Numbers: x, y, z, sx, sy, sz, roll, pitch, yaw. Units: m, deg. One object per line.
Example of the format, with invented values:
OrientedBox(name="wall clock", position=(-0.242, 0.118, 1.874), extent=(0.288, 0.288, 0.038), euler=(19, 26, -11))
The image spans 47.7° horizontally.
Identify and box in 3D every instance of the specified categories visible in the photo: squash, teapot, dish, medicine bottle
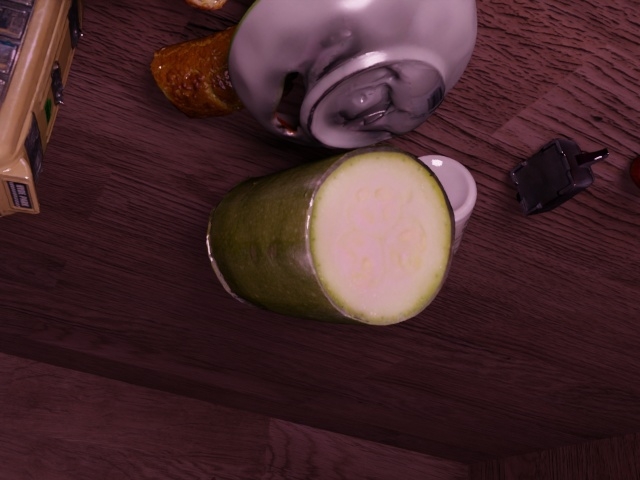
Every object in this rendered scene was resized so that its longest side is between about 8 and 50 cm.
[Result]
OrientedBox(name="squash", position=(0.000, 0.000, 1.159), extent=(0.263, 0.263, 0.384), euler=(23, 167, -27))
OrientedBox(name="teapot", position=(0.392, -0.103, 1.178), extent=(0.096, 0.087, 0.177), euler=(-5, 160, -28))
OrientedBox(name="dish", position=(0.055, -0.201, 0.898), extent=(0.324, 0.124, 0.324), euler=(-15, 157, -7))
OrientedBox(name="medicine bottle", position=(0.189, -0.029, 1.293), extent=(0.145, 0.144, 0.252), euler=(6, 149, 2))

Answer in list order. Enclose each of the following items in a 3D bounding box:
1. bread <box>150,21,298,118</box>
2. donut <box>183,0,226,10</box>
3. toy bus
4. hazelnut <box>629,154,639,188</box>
OrientedBox(name="bread", position=(-0.134, -0.237, 1.022), extent=(0.172, 0.103, 0.132), euler=(-7, 148, 28))
OrientedBox(name="donut", position=(-0.072, -0.321, 0.866), extent=(0.217, 0.085, 0.141), euler=(13, 152, -9))
OrientedBox(name="toy bus", position=(-0.412, -0.203, 0.876), extent=(0.202, 0.365, 0.177), euler=(10, 153, -10))
OrientedBox(name="hazelnut", position=(0.534, -0.107, 1.141), extent=(0.086, 0.086, 0.086), euler=(6, 152, 3))
